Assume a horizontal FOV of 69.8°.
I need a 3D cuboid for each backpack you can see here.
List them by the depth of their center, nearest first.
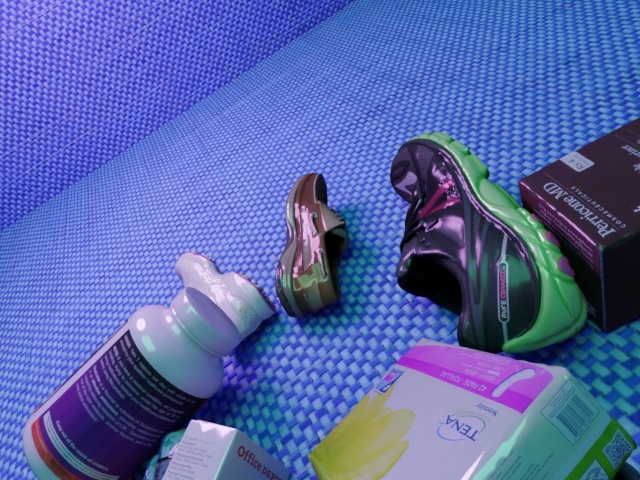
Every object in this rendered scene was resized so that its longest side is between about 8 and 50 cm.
[{"bbox_3d":[-0.195,0.331,0.654,0.084,0.105,0.114,-19,38,15],"label":"backpack"}]

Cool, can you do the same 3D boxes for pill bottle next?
[{"bbox_3d":[-0.282,0.231,0.723,0.323,0.181,0.181,-44,39,-1],"label":"pill bottle"}]

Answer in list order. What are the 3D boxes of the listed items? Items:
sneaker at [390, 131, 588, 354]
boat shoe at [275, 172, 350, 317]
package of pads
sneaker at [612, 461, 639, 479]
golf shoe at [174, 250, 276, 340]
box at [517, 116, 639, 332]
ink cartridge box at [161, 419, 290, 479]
[{"bbox_3d":[0.189,-0.018,0.719,0.202,0.185,0.483,-31,32,9],"label":"sneaker"},{"bbox_3d":[0.000,0.000,0.888,0.119,0.123,0.324,-9,51,18],"label":"boat shoe"},{"bbox_3d":[0.111,0.219,0.467,0.229,0.101,0.296,-42,2,-14],"label":"package of pads"},{"bbox_3d":[0.184,0.300,0.422,0.299,0.121,0.111,-39,38,-9],"label":"sneaker"},{"bbox_3d":[-0.226,0.112,0.911,0.306,0.115,0.140,18,62,45],"label":"golf shoe"},{"bbox_3d":[0.404,-0.027,0.594,0.203,0.167,0.169,-27,38,5],"label":"box"},{"bbox_3d":[-0.134,0.349,0.558,0.085,0.148,0.203,-4,46,31],"label":"ink cartridge box"}]
